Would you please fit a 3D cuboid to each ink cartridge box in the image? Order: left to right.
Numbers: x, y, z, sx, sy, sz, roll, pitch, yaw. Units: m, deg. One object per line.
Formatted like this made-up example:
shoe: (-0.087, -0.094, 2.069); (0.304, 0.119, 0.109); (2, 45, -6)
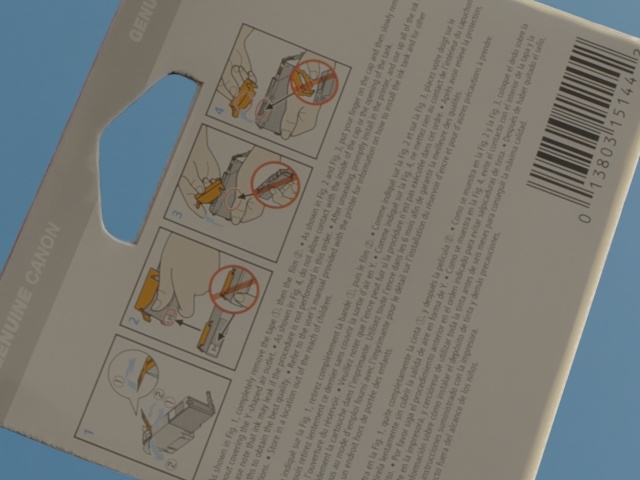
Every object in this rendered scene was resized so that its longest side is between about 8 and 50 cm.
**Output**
ink cartridge box: (0.000, 0.000, 0.910); (0.261, 0.066, 0.296); (21, -109, 0)
